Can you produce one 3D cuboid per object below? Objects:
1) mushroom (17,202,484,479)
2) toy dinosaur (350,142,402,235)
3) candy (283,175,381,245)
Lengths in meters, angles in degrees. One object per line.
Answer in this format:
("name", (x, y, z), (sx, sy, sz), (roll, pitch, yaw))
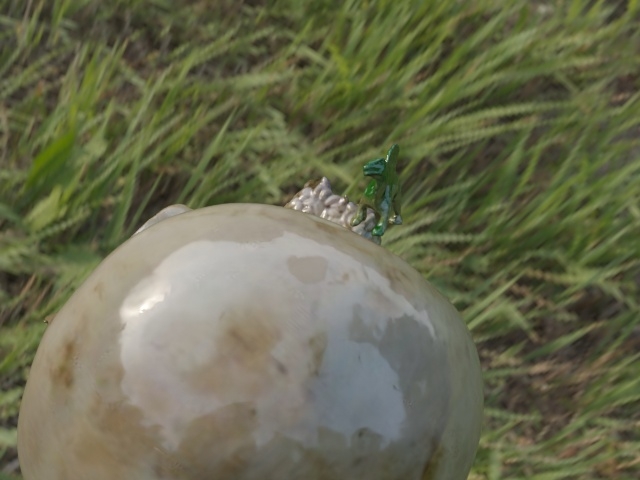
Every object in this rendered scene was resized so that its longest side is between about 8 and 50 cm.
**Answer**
("mushroom", (-0.047, 0.089, 1.132), (0.297, 0.297, 0.290), (7, 33, -15))
("toy dinosaur", (0.048, -0.040, 1.207), (0.029, 0.120, 0.060), (19, 107, 14))
("candy", (0.000, 0.000, 1.661), (0.095, 0.085, 0.110), (28, 68, 25))
